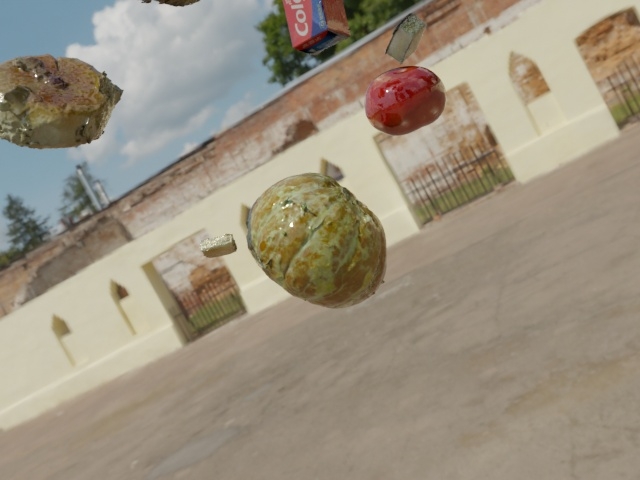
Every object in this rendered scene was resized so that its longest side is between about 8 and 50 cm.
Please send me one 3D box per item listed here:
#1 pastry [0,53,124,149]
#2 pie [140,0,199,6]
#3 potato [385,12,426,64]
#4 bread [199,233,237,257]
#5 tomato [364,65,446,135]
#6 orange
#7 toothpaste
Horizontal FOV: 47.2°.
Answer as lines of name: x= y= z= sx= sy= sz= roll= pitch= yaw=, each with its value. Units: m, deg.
pastry: x=-0.523 y=-0.279 z=1.418 sx=0.257 sy=0.236 sz=0.121 roll=-80 pitch=7 yaw=-48
pie: x=-0.371 y=-0.651 z=1.578 sx=0.288 sy=0.354 sz=0.103 roll=18 pitch=-37 yaw=-41
potato: x=0.216 y=-0.512 z=1.856 sx=0.086 sy=0.061 sz=0.122 roll=-48 pitch=-7 yaw=-23
bread: x=-0.205 y=0.012 z=1.489 sx=0.070 sy=0.035 sz=0.083 roll=-16 pitch=-14 yaw=1
tomato: x=0.196 y=-0.332 z=1.710 sx=0.195 sy=0.136 sz=0.195 roll=-14 pitch=29 yaw=8
orange: x=0.000 y=0.000 z=1.586 sx=0.249 sy=0.329 sz=0.329 roll=-54 pitch=-5 yaw=15
toothpaste: x=-0.030 y=-0.463 z=1.173 sx=0.076 sy=0.320 sz=0.066 roll=-19 pitch=-11 yaw=36
